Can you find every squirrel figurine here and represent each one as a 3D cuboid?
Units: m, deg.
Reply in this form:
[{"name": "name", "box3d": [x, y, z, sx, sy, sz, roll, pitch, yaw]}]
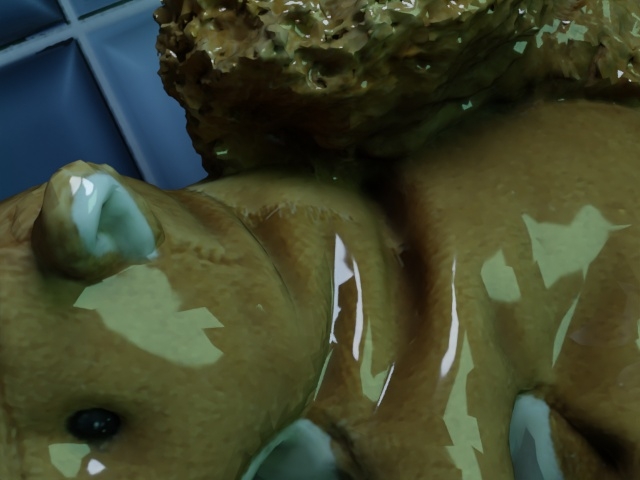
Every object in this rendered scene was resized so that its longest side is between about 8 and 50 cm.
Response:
[{"name": "squirrel figurine", "box3d": [0.000, 0.000, 0.849, 0.370, 0.281, 0.397, 9, 80, -29]}]
